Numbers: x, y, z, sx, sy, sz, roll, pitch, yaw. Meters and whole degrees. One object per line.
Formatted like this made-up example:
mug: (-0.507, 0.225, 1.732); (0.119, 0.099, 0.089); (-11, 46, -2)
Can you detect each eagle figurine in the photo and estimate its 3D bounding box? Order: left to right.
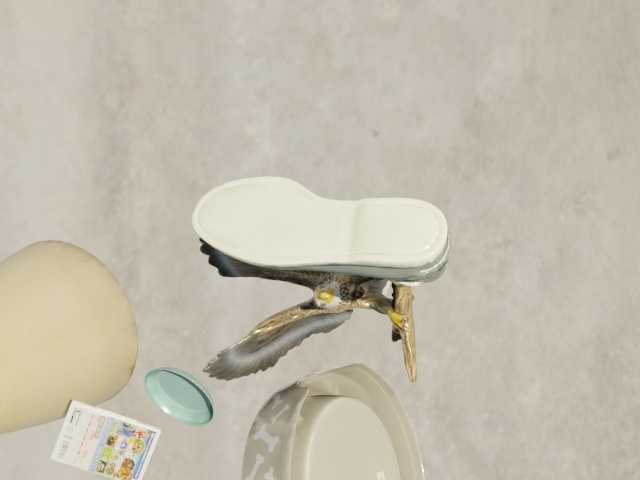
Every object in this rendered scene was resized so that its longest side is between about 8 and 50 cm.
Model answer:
eagle figurine: (-0.015, 0.075, 1.409); (0.298, 0.226, 0.225); (-2, 148, 6)

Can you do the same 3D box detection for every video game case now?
video game case: (-0.282, 0.267, 1.301); (0.122, 0.011, 0.087); (21, 101, -10)

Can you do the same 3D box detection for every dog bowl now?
dog bowl: (0.021, 0.345, 1.376); (0.102, 0.349, 0.348); (-14, 105, 32)

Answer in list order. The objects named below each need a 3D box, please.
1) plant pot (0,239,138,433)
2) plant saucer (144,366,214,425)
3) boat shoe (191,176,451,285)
plant pot: (-0.430, 0.155, 1.332); (0.257, 0.274, 0.256); (7, 106, 24)
plant saucer: (-0.205, 0.226, 1.470); (0.119, 0.021, 0.119); (17, 134, 18)
boat shoe: (0.000, 0.000, 1.184); (0.320, 0.116, 0.099); (6, 154, 20)
